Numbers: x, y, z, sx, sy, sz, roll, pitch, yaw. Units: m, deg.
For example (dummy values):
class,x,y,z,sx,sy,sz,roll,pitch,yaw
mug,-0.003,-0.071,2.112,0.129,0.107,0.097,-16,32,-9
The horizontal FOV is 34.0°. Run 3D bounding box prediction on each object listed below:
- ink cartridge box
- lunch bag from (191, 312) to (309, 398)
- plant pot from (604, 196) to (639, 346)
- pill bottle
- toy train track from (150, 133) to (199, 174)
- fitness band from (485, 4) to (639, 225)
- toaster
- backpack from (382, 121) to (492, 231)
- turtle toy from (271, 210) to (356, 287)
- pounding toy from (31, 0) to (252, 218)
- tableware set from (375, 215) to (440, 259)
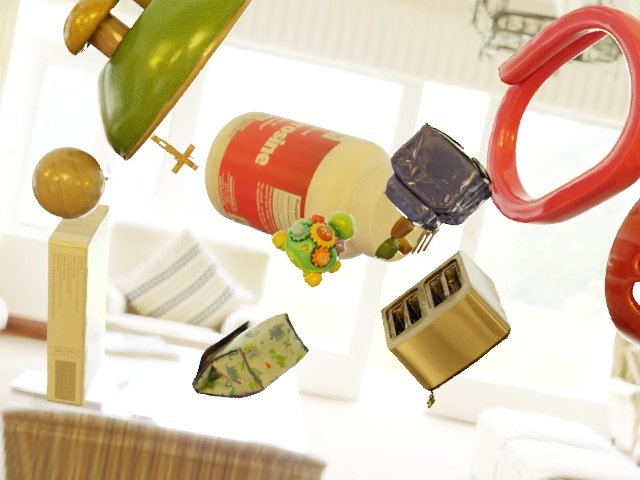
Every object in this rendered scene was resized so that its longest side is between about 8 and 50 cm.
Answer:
class,x,y,z,sx,sy,sz,roll,pitch,yaw
ink cartridge box,-0.377,0.070,1.686,0.066,0.296,0.261,8,28,-1
lunch bag,-0.117,0.185,1.629,0.151,0.096,0.129,-27,4,45
plant pot,0.398,0.044,0.998,0.191,0.191,0.174,9,14,-36
pill bottle,-0.006,-0.096,1.954,0.407,0.229,0.229,20,8,38
toy train track,-0.199,-0.120,1.426,0.083,0.048,0.014,36,-2,-23
fitness band,0.275,-0.133,1.161,0.054,0.209,0.291,3,-20,-25
toaster,0.187,0.125,1.581,0.110,0.168,0.186,45,17,-20
backpack,0.128,-0.064,1.152,0.098,0.101,0.120,51,12,17
turtle toy,0.000,0.000,1.458,0.095,0.066,0.130,49,42,7
pounding toy,-0.152,-0.143,0.792,0.110,0.237,0.183,37,8,-13
tableware set,0.127,-0.038,1.330,0.104,0.154,0.024,-13,50,-43
